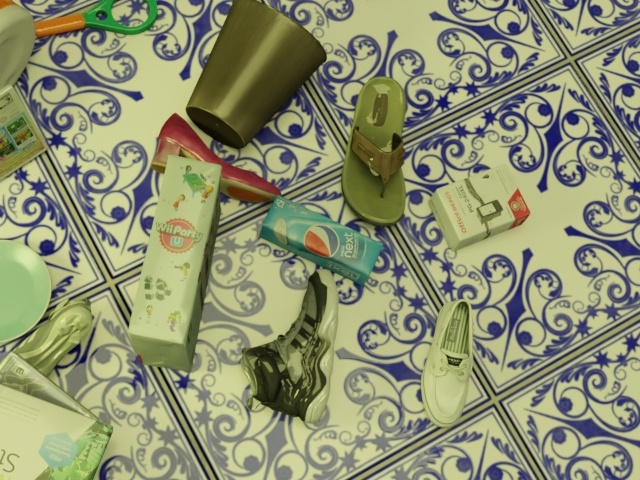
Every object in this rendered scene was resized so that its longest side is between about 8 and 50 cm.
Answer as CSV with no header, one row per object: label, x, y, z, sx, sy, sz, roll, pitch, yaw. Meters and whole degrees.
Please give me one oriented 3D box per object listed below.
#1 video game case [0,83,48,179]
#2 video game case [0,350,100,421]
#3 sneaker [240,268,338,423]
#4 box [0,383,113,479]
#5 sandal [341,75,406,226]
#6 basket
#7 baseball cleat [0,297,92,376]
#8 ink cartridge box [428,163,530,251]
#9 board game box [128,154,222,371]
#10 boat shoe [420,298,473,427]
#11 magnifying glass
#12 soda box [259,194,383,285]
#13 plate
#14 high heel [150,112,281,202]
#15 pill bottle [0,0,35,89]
video game case,-0.569,-0.172,1.895,0.157,0.143,0.019,-37,44,-17
video game case,-0.490,0.312,1.765,0.183,0.023,0.201,39,85,-4
sneaker,-0.055,0.171,1.866,0.153,0.101,0.269,8,74,-8
box,-0.485,0.396,1.674,0.232,0.058,0.322,21,68,-5
sandal,0.103,-0.172,2.007,0.120,0.086,0.303,4,72,-7
basket,-0.133,-0.294,1.985,0.204,0.154,0.227,31,74,4
baseball cleat,-0.459,0.174,1.832,0.206,0.109,0.072,-35,113,8
ink cartridge box,0.291,-0.061,2.011,0.150,0.063,0.109,-21,76,-14
board game box,-0.235,0.044,1.820,0.097,0.224,0.303,11,71,-2
boat shoe,0.223,0.209,1.908,0.083,0.076,0.226,7,72,-6
magnifying glass,-0.419,-0.416,2.048,0.230,0.026,0.092,-14,75,-14
soda box,0.000,0.000,1.946,0.210,0.071,0.067,25,70,0
plate,-0.549,0.089,1.857,0.188,0.024,0.188,0,67,-1
high heel,-0.177,-0.148,1.971,0.244,0.082,0.117,15,68,5
pill bottle,-0.715,-0.400,1.895,0.392,0.224,0.224,33,71,3
